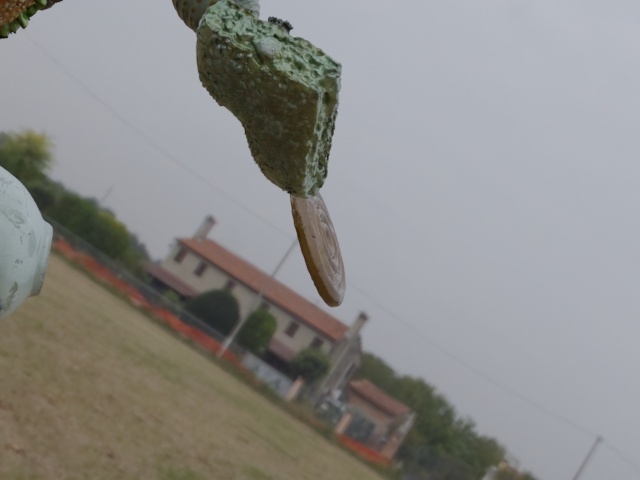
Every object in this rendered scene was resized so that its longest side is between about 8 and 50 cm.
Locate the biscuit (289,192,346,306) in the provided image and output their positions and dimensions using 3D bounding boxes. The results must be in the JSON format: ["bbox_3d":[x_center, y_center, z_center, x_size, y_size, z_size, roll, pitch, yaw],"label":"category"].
[{"bbox_3d":[0.001,0.000,1.790,0.262,0.037,0.262,-16,90,-78],"label":"biscuit"}]

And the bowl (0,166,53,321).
[{"bbox_3d":[-0.499,0.020,1.461,0.146,0.313,0.313,13,-1,-18],"label":"bowl"}]

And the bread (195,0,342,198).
[{"bbox_3d":[-0.042,-0.139,0.963,0.172,0.064,0.232,-6,-59,45],"label":"bread"}]

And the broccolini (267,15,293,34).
[{"bbox_3d":[-0.108,-0.353,1.746,0.062,0.123,0.271,-11,9,28],"label":"broccolini"}]

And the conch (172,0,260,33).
[{"bbox_3d":[-0.146,-0.332,1.245,0.153,0.102,0.135,37,-30,-8],"label":"conch"}]

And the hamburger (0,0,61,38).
[{"bbox_3d":[-0.281,-0.200,0.683,0.087,0.166,0.137,-108,175,-67],"label":"hamburger"}]
